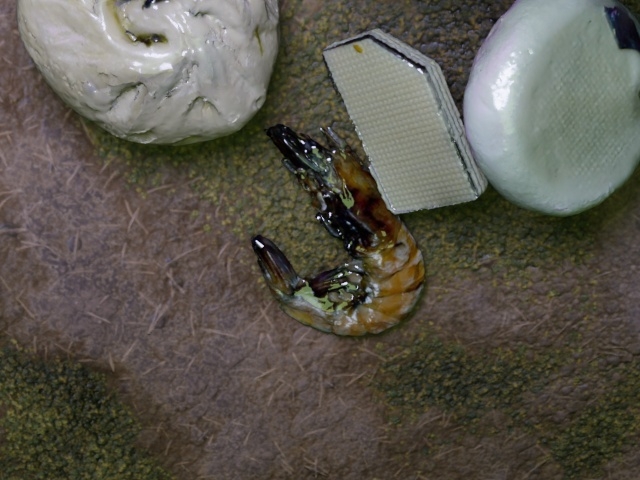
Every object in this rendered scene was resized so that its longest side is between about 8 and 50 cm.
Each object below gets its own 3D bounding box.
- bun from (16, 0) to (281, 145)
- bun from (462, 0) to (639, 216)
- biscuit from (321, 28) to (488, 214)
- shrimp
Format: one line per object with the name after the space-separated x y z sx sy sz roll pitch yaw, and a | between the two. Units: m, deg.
-0.211 -0.286 1.283 0.325 0.234 0.362 -10 108 9 | bun
0.285 -0.181 1.370 0.293 0.187 0.293 -7 105 -27 | bun
0.111 -0.160 1.401 0.150 0.052 0.252 -12 110 41 | biscuit
0.000 0.000 1.506 0.233 0.071 0.365 -29 117 16 | shrimp
